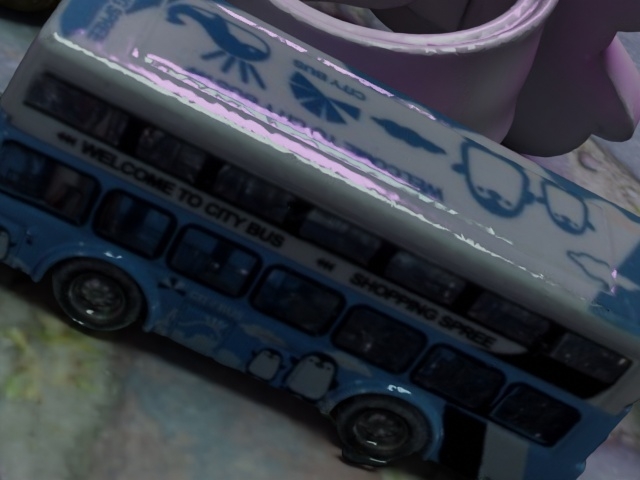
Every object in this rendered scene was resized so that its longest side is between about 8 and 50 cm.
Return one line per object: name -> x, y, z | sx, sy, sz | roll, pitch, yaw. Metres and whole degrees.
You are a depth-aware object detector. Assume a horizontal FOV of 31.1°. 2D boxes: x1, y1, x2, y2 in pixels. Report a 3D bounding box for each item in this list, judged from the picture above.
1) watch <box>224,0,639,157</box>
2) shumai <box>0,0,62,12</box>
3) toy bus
watch -> 0.058, -0.120, 0.660 | 0.248, 0.211, 0.217 | 36, 54, 17
shumai -> -0.162, -0.191, 0.608 | 0.139, 0.105, 0.123 | 5, 69, 20
toy bus -> 0.000, 0.000, 0.499 | 0.297, 0.131, 0.106 | 27, 37, -10
